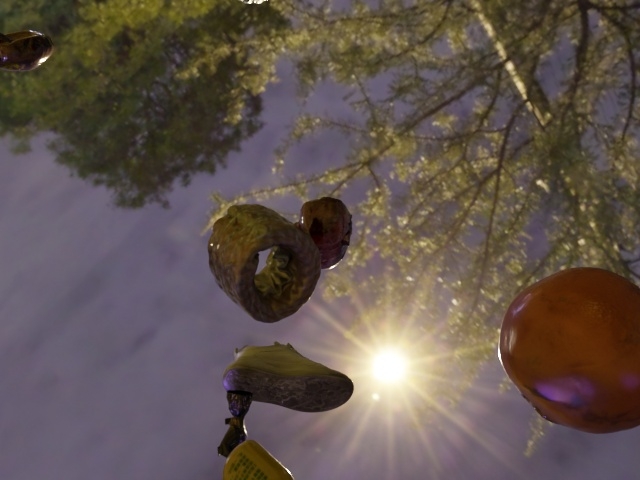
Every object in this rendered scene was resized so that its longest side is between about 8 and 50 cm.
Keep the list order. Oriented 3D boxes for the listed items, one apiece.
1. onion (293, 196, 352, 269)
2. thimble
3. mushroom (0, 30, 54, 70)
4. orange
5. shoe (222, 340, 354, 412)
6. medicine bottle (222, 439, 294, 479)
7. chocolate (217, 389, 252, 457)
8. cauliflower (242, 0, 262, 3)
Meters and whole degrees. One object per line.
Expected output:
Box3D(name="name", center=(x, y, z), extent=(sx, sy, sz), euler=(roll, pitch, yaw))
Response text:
Box3D(name="onion", center=(0.000, 0.000, 1.521), extent=(0.151, 0.206, 0.098), euler=(-6, -126, 6))
Box3D(name="thimble", center=(-0.115, 0.043, 1.356), extent=(0.148, 0.229, 0.196), euler=(35, -94, 41))
Box3D(name="mushroom", center=(-0.611, -0.374, 1.346), extent=(0.135, 0.080, 0.170), euler=(12, -160, 39))
Box3D(name="orange", center=(0.487, 0.200, 1.253), extent=(0.312, 0.312, 0.312), euler=(-27, -143, 24))
Box3D(name="shoe", center=(-0.080, 0.317, 1.678), extent=(0.159, 0.316, 0.124), euler=(-102, -154, -62))
Box3D(name="medicine bottle", center=(-0.063, 0.469, 1.195), extent=(0.309, 0.076, 0.111), euler=(28, -80, 44))
Box3D(name="chocolate", center=(-0.195, 0.414, 1.549), extent=(0.070, 0.072, 0.147), euler=(8, -97, 56))
Box3D(name="cauliflower", center=(-0.118, -0.531, 1.091), extent=(0.275, 0.250, 0.272), euler=(6, -115, 38))
